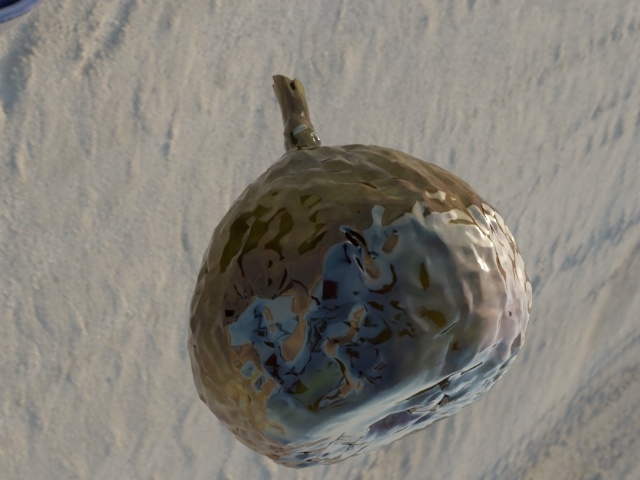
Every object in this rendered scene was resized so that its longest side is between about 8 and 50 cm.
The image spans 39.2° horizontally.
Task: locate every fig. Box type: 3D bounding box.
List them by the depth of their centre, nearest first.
[{"bbox_3d":[0.000,0.000,0.773,0.286,0.368,0.286,-16,145,-11],"label":"fig"}]

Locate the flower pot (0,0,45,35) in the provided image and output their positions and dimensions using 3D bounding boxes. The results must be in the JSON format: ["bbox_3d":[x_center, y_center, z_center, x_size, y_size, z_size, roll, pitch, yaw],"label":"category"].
[{"bbox_3d":[-0.305,-0.260,0.665,0.265,0.243,0.264,1,88,-27],"label":"flower pot"}]
